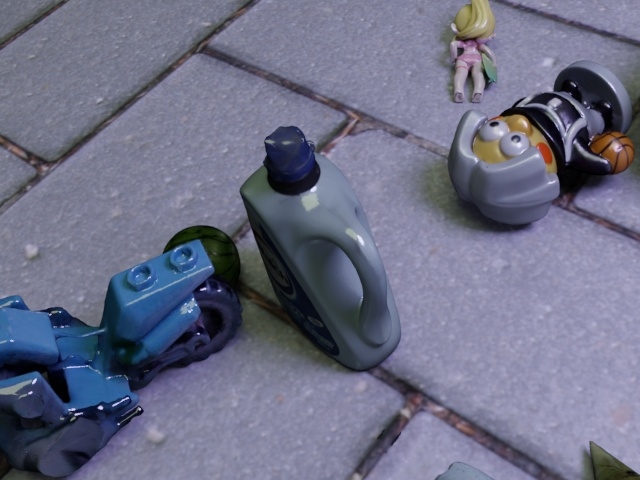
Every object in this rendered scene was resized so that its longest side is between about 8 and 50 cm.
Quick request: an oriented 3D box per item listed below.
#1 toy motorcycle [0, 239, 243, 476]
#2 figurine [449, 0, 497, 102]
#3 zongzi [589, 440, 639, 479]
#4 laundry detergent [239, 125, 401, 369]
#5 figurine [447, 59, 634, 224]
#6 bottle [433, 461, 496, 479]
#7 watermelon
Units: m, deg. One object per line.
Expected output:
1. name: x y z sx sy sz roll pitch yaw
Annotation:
1. toy motorcycle: -0.288 0.119 0.854 0.416 0.232 0.172 -23 48 -9
2. figurine: 0.230 -0.289 1.200 0.083 0.083 0.187 5 62 14
3. zongzi: 0.315 0.243 0.768 0.104 0.052 0.113 6 39 5
4. laundry detergent: 0.000 0.000 0.866 0.105 0.280 0.215 -32 53 -17
5. figurine: 0.276 -0.115 1.010 0.236 0.133 0.176 -31 50 -19
6. bottle: 0.211 0.300 0.710 0.270 0.083 0.083 30 62 29
7. watermelon: -0.152 0.030 0.988 0.109 0.109 0.109 -5 51 6
